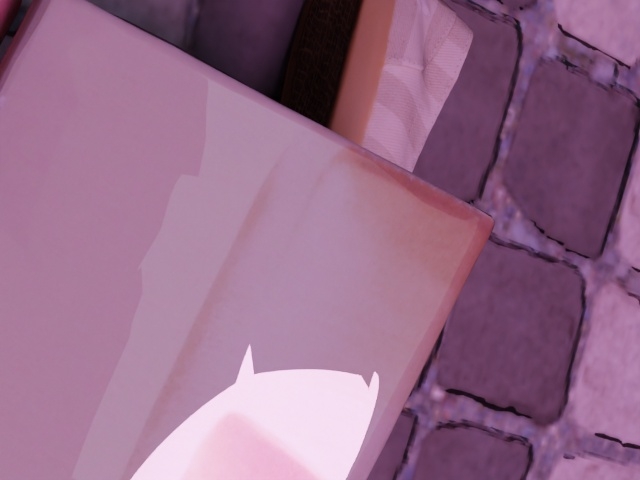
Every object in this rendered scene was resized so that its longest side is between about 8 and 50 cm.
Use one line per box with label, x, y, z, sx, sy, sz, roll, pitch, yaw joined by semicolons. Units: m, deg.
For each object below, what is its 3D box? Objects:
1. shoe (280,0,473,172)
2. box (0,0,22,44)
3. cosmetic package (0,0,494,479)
shoe;0.000;0.000;0.553;0.058;0.076;0.219;25;80;-31
box;-0.200;0.006;0.364;0.127;0.148;0.232;32;79;-35
cosmetic package;-0.087;0.093;0.417;0.129;0.153;0.296;28;90;-11
